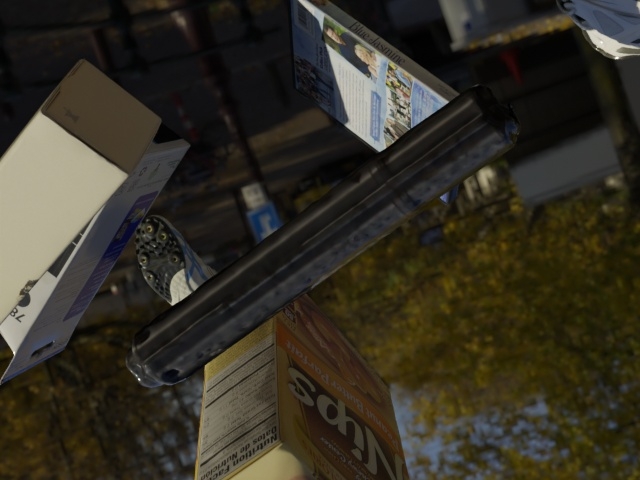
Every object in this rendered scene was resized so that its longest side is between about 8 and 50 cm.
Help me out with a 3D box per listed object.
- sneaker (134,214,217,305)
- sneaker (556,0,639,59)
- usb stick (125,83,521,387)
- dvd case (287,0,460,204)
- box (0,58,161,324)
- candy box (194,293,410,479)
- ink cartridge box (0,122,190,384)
[{"bbox_3d":[-0.186,0.058,1.641,0.085,0.237,0.086,-22,-158,27],"label":"sneaker"},{"bbox_3d":[0.255,-0.303,1.273,0.448,0.169,0.257,17,164,9],"label":"sneaker"},{"bbox_3d":[0.000,0.000,0.686,0.278,0.045,0.077,-36,-178,12],"label":"usb stick"},{"bbox_3d":[0.060,-0.163,1.266,0.022,0.253,0.180,-42,157,-21],"label":"dvd case"},{"bbox_3d":[-0.268,-0.028,1.034,0.275,0.094,0.113,-43,-162,31],"label":"box"},{"bbox_3d":[-0.009,0.162,0.926,0.087,0.183,0.316,-37,-161,10],"label":"candy box"},{"bbox_3d":[-0.289,0.010,1.349,0.332,0.065,0.165,-56,173,16],"label":"ink cartridge box"}]
